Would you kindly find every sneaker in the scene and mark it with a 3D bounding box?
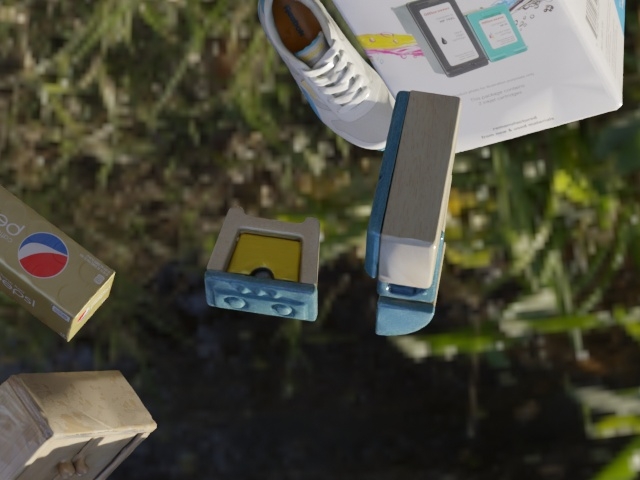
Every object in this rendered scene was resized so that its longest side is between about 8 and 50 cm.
[{"bbox_3d":[0.006,-0.192,2.205,0.087,0.092,0.228,-40,95,7],"label":"sneaker"}]

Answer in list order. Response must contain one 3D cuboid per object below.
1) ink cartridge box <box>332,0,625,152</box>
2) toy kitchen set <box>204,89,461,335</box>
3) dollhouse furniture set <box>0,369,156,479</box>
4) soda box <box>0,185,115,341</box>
[{"bbox_3d":[0.138,-0.253,1.785,0.197,0.198,0.270,-15,132,24],"label":"ink cartridge box"},{"bbox_3d":[0.000,0.000,1.333,0.166,0.122,0.207,9,146,5],"label":"toy kitchen set"},{"bbox_3d":[-0.195,0.345,1.700,0.256,0.394,0.362,-46,157,21],"label":"dollhouse furniture set"},{"bbox_3d":[-0.275,0.006,1.753,0.181,0.061,0.058,37,153,5],"label":"soda box"}]
